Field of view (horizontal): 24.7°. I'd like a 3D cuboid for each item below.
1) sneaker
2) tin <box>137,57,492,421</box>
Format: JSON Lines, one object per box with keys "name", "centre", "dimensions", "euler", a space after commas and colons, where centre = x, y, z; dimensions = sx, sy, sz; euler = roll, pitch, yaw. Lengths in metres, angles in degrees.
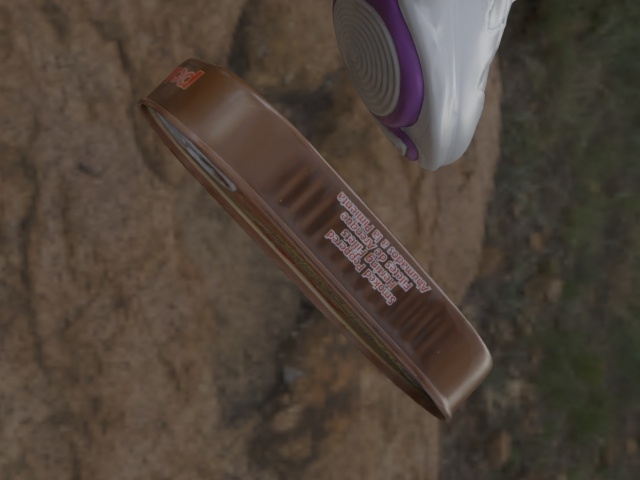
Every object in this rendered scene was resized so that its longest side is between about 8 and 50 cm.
{"name": "sneaker", "centre": [0.086, -0.162, 0.769], "dimensions": [0.152, 0.114, 0.305], "euler": [-20, 139, -19]}
{"name": "tin", "centre": [0.000, 0.000, 0.609], "dimensions": [0.040, 0.106, 0.190], "euler": [-47, 111, -11]}
